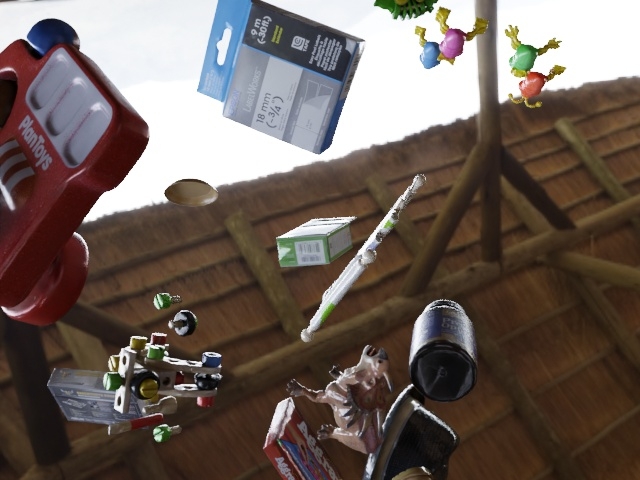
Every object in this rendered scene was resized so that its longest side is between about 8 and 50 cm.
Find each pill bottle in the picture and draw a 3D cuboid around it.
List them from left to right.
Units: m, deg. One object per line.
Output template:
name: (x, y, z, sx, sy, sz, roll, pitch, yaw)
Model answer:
pill bottle: (0.235, 0.200, 1.211, 0.123, 0.122, 0.219, -4, -161, 13)

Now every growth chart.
growth chart: (0.061, 0.009, 0.791, 0.021, 0.172, 0.237, 37, -145, 2)

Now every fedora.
fedora: (0.224, 0.486, 1.449, 0.153, 0.333, 0.334, 20, -151, 22)

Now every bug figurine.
bug figurine: (0.286, -0.315, 1.103, 0.279, 0.072, 0.216, 19, 180, 9)

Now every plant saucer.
plant saucer: (-0.202, -0.078, 0.989, 0.084, 0.015, 0.083, -3, 157, -1)

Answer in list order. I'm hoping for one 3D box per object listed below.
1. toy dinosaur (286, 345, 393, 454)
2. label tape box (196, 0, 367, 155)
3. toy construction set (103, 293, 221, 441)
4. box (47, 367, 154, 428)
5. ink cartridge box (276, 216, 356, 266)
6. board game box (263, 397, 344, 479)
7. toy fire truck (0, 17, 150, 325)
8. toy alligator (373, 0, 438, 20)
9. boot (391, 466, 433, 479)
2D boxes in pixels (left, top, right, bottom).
toy dinosaur: (0.072, 0.326, 1.178, 0.127, 0.295, 0.200, -41, -144, -28)
label tape box: (-0.105, -0.349, 1.301, 0.334, 0.240, 0.106, 23, -156, 8)
toy construction set: (-0.389, 0.313, 1.371, 0.237, 0.308, 0.257, 0, -148, -49)
box: (-0.568, 0.414, 1.657, 0.231, 0.183, 0.056, 4, -135, 5)
ink cartridge box: (0.000, 0.000, 1.346, 0.109, 0.062, 0.209, -4, -169, 21)
board game box: (0.013, 0.376, 0.922, 0.027, 0.281, 0.145, -31, -174, 8)
toy fire truck: (-0.295, -0.083, 0.615, 0.169, 0.254, 0.302, 33, -169, -49)
toy alligator: (0.197, -0.463, 1.245, 0.190, 0.051, 0.056, -14, 177, -13)
boot: (0.177, 0.600, 1.177, 0.089, 0.236, 0.269, 23, -159, -29)
